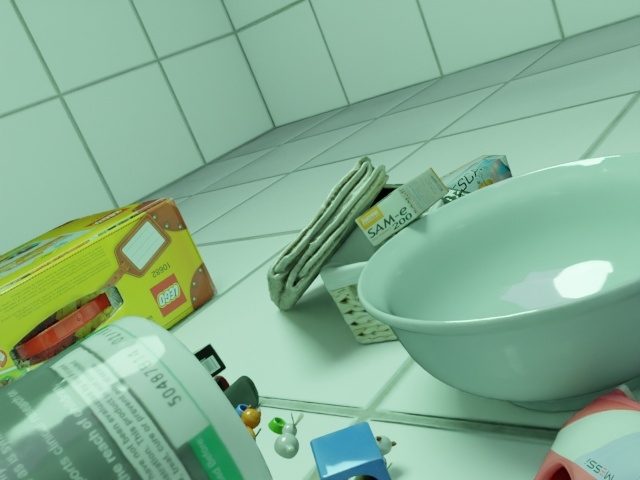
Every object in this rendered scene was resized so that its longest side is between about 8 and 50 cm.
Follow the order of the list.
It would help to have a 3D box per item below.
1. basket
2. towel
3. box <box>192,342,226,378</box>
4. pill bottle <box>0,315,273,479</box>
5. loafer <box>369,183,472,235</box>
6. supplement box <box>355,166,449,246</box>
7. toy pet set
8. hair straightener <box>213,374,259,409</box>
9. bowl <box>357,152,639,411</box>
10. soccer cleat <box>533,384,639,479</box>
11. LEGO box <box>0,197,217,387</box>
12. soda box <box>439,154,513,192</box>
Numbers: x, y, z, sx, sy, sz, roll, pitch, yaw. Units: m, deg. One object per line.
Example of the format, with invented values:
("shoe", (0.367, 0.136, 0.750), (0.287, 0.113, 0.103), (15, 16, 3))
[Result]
("basket", (0.091, 0.035, 0.772), (0.113, 0.103, 0.167), (-14, 18, 30))
("towel", (0.000, 0.000, 0.833), (0.187, 0.049, 0.282), (-51, -3, -12))
("box", (-0.211, 0.193, 0.730), (0.207, 0.036, 0.114), (-33, -1, -32))
("pill bottle", (-0.219, 0.221, 0.409), (0.361, 0.204, 0.204), (-33, 19, -33))
("loafer", (0.132, -0.034, 0.896), (0.084, 0.096, 0.267), (20, -2, -32))
("supplement box", (0.089, -0.037, 0.698), (0.062, 0.036, 0.098), (-38, -3, 37))
("toy pet set", (0.007, 0.147, 0.481), (0.065, 0.122, 0.114), (-63, 17, 12))
("hair straightener", (-0.129, 0.201, 0.625), (0.089, 0.047, 0.230), (-10, 15, 36))
("bowl", (0.191, 0.045, 0.548), (0.297, 0.134, 0.298), (-22, 16, 7))
("soccer cleat", (0.184, 0.130, 0.316), (0.095, 0.083, 0.248), (-43, 0, -7))
("LEGO box", (-0.484, 0.136, 1.060), (0.372, 0.193, 0.500), (-7, 22, 44))
("soda box", (0.213, -0.073, 1.037), (0.183, 0.058, 0.063), (-28, 17, -17))
